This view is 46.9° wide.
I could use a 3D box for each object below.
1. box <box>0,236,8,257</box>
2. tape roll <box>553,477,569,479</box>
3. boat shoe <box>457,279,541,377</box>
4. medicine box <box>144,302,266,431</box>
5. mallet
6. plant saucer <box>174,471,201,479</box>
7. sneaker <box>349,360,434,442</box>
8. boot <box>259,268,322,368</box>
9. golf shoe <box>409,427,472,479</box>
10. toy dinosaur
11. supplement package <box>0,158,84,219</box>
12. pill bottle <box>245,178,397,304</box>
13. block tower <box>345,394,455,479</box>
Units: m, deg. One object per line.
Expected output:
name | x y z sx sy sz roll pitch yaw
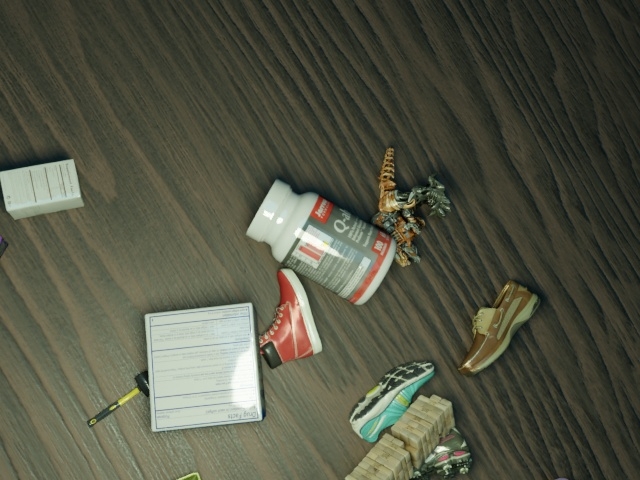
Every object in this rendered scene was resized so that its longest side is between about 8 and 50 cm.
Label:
box | -0.920 0.000 1.764 0.270 0.165 0.143 25 74 -6
tape roll | 0.630 0.730 1.943 0.080 0.189 0.189 35 73 -3
boat shoe | 0.479 0.240 2.058 0.120 0.122 0.324 44 65 5
medicine box | -0.281 0.313 1.824 0.264 0.149 0.289 -6 80 -1
mallet | -0.491 0.410 1.844 0.190 0.039 0.062 -42 86 -13
plant saucer | -0.360 0.690 1.806 0.188 0.045 0.188 -19 82 -16
sneaker | 0.198 0.425 1.974 0.275 0.107 0.110 -38 108 -13
boot | -0.115 0.206 1.944 0.176 0.088 0.244 -17 86 -14
golf shoe | 0.260 0.581 1.953 0.273 0.105 0.120 -12 48 -5
toy dinosaur | 0.238 -0.097 2.059 0.218 0.164 0.322 -13 103 1
supplement package | -0.703 -0.129 1.871 0.179 0.105 0.105 -12 81 -15
pill bottle | 0.000 0.000 1.945 0.363 0.210 0.210 30 74 -5
block tower | 0.208 0.535 1.870 0.335 0.091 0.097 -38 127 -33
